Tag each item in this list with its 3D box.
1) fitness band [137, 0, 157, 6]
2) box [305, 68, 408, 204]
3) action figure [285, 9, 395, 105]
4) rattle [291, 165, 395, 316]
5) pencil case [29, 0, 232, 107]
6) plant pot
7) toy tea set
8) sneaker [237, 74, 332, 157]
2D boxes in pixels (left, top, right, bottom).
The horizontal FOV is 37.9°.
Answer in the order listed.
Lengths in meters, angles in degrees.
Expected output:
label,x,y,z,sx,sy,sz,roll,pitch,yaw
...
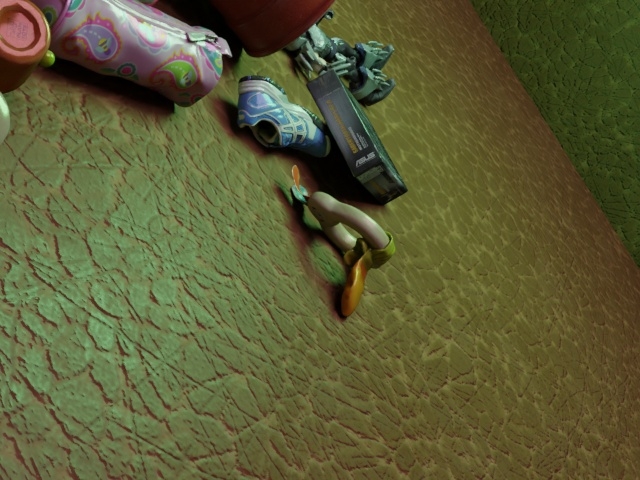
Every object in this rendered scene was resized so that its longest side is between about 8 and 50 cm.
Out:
label,x,y,z,sx,sy,sz,roll,pitch,yaw
fitness band,-0.336,-0.431,1.338,0.291,0.054,0.209,5,52,-57
box,0.066,-0.171,1.592,0.183,0.056,0.231,62,9,15
action figure,0.027,-0.362,1.782,0.285,0.099,0.185,16,51,-46
rattle,0.000,0.000,1.398,0.200,0.142,0.130,37,-4,-2
pencil case,-0.250,-0.264,1.206,0.284,0.124,0.124,15,47,-50
plant pot,-0.120,-0.480,1.481,0.265,0.272,0.272,38,31,-31
toy tea set,-0.429,-0.229,0.931,0.336,0.124,0.200,45,58,-24
sneaker,-0.062,-0.177,1.472,0.211,0.080,0.081,30,63,-43
